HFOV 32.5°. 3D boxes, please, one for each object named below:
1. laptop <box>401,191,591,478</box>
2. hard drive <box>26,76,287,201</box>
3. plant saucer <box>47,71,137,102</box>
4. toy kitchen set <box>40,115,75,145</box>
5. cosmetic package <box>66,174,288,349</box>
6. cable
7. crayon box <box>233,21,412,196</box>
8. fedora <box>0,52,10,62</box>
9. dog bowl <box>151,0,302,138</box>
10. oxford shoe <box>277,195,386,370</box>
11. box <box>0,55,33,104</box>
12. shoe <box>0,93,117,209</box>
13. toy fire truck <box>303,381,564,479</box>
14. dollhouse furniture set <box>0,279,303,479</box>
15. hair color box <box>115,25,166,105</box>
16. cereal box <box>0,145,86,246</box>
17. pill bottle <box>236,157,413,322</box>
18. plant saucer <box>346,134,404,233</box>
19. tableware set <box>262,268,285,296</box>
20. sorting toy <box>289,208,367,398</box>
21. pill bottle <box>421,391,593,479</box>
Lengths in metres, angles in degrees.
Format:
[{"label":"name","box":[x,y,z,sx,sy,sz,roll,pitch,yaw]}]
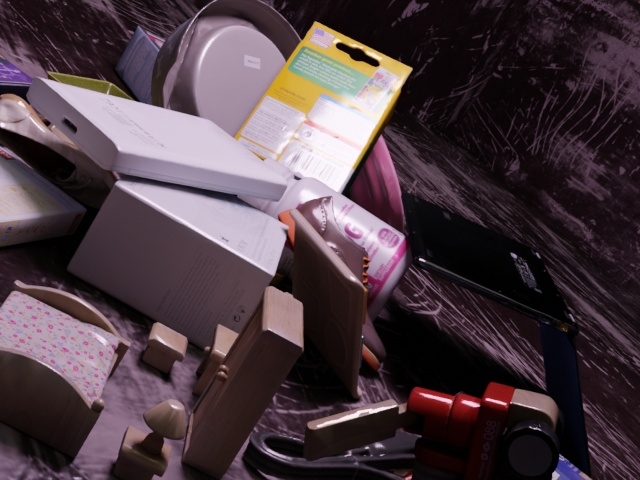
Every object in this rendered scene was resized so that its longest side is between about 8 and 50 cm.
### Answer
[{"label":"laptop","box":[0.276,0.148,1.770,0.407,0.236,0.382,24,16,-6]},{"label":"hard drive","box":[-0.210,-0.131,1.459,0.203,0.040,0.307,39,18,35]},{"label":"plant saucer","box":[-0.367,-0.218,1.919,0.188,0.045,0.188,38,17,19]},{"label":"toy kitchen set","box":[-0.404,-0.145,1.664,0.083,0.075,0.068,-51,125,-43]},{"label":"cosmetic package","box":[-0.175,0.008,1.424,0.224,0.138,0.224,29,15,-6]},{"label":"cable","box":[0.044,0.267,1.236,0.287,0.072,0.139,2,30,-41]},{"label":"crayon box","box":[0.003,-0.212,1.914,0.203,0.083,0.323,27,59,6]},{"label":"fedora","box":[-0.559,-0.299,1.690,0.194,0.079,0.194,44,-3,3]},{"label":"dog bowl","box":[-0.154,-0.254,1.966,0.102,0.349,0.348,-5,-14,42]},{"label":"oxford shoe","box":[0.039,0.059,1.606,0.271,0.098,0.097,62,-5,8]},{"label":"box","box":[-0.526,-0.228,1.521,0.207,0.108,0.153,36,16,11]},{"label":"shoe","box":[-0.365,-0.107,1.500,0.219,0.076,0.058,42,30,-26]},{"label":"toy fire truck","box":[0.112,0.251,1.143,0.246,0.217,0.158,13,12,14]},{"label":"dollhouse furniture set","box":[-0.210,0.065,1.111,0.355,0.174,0.303,30,15,-10]},{"label":"hair color box","box":[-0.256,-0.281,2.203,0.185,0.114,0.374,20,20,-39]},{"label":"cereal box","box":[-0.415,-0.059,1.329,0.173,0.047,0.240,35,15,13]},{"label":"pill bottle","box":[0.000,0.000,1.743,0.283,0.160,0.160,33,15,4]},{"label":"plant saucer","box":[0.056,-0.134,2.126,0.084,0.332,0.332,-20,36,-13]},{"label":"tableware set","box":[-0.100,0.055,1.638,0.104,0.024,0.154,37,16,16]},{"label":"sorting toy","box":[0.013,0.083,1.488,0.038,0.208,0.193,-17,39,-20]},{"label":"pill bottle","box":[0.234,0.292,1.367,0.219,0.123,0.123,38,16,20]}]
